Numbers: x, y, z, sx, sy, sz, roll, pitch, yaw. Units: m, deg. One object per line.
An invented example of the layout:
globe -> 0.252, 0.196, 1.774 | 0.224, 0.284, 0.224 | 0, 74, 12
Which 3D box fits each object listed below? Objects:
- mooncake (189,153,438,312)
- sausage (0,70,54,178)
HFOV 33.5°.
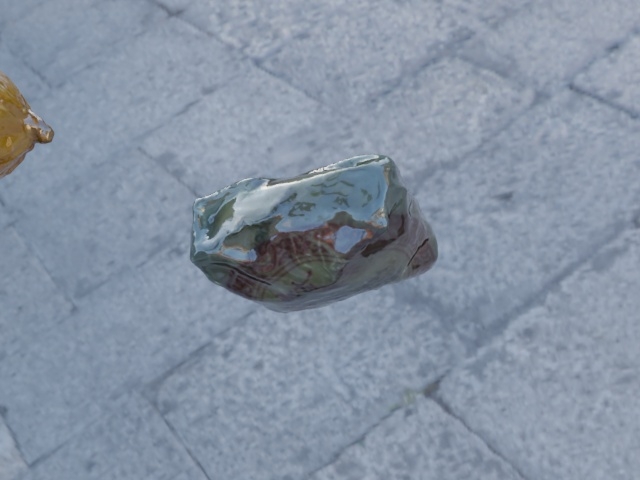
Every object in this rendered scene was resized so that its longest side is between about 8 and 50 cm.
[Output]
mooncake -> 0.000, 0.000, 0.639 | 0.130, 0.125, 0.073 | -16, 75, 16
sausage -> -0.188, -0.042, 0.379 | 0.183, 0.054, 0.062 | 0, 10, -1
